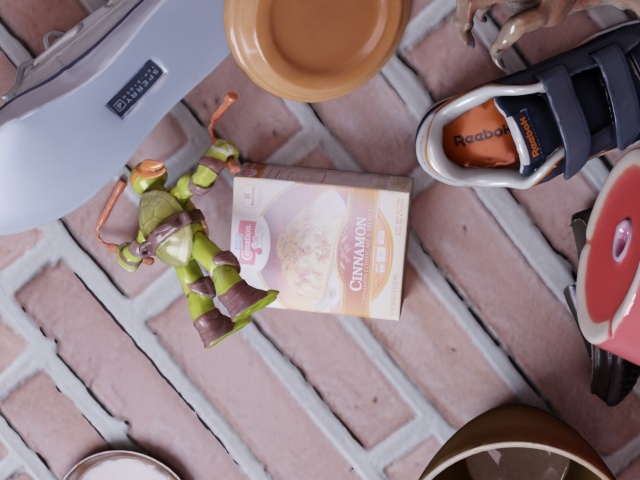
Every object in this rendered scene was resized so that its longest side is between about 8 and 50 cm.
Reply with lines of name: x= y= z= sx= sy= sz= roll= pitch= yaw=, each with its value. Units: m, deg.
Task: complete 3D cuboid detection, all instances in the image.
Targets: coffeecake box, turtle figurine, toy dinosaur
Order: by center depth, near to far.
toy dinosaur: x=0.203 y=-0.276 z=1.458 sx=0.200 sy=0.296 sz=0.127 roll=-42 pitch=56 yaw=19
turtle figurine: x=-0.134 y=-0.010 z=1.591 sx=0.269 sy=0.087 sz=0.217 roll=-41 pitch=78 yaw=35
coffeecake box: x=0.000 y=0.000 z=1.643 sx=0.185 sy=0.068 sz=0.142 roll=5 pitch=107 yaw=6

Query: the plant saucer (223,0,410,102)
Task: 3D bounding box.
plant saucer: x=0.002 y=-0.230 z=1.547 sx=0.200 sy=0.037 sz=0.200 roll=-9 pitch=117 yaw=-18

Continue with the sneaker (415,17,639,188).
sneaker: x=0.249 y=-0.128 z=1.547 sx=0.321 sy=0.127 sz=0.126 roll=-22 pitch=100 yaw=11

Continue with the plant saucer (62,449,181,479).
plant saucer: x=-0.222 y=0.315 z=1.781 sx=0.168 sy=0.029 sz=0.168 roll=2 pitch=106 yaw=8

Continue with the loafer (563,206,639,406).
loafer: x=0.297 y=0.064 z=1.627 sx=0.078 sy=0.080 sz=0.220 roll=4 pitch=97 yaw=30

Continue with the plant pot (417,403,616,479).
plant pot: x=0.205 y=0.270 z=1.595 sx=0.237 sy=0.254 sz=0.237 roll=2 pitch=105 yaw=8

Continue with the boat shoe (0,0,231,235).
boat shoe: x=-0.246 y=-0.164 z=1.595 sx=0.367 sy=0.156 sz=0.136 roll=-44 pitch=124 yaw=5

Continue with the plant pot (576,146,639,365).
plant pot: x=0.392 y=0.030 z=1.473 sx=0.243 sy=0.275 sz=0.275 roll=14 pitch=107 yaw=-8
